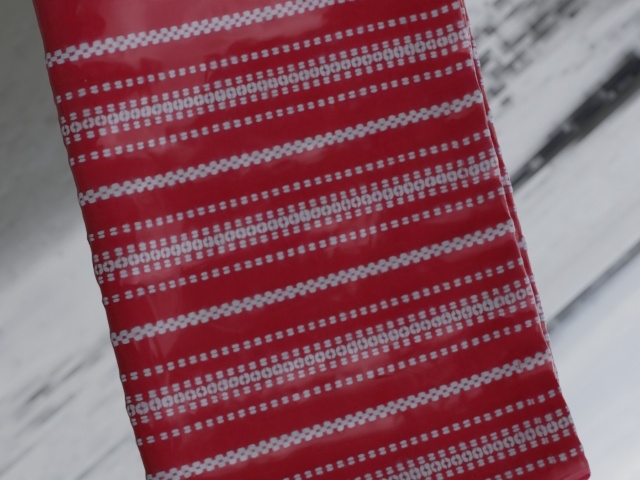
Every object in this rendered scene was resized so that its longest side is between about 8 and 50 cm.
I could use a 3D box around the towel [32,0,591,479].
[{"bbox_3d":[0.000,0.000,0.839,0.199,0.275,0.031,-13,176,-21],"label":"towel"}]
